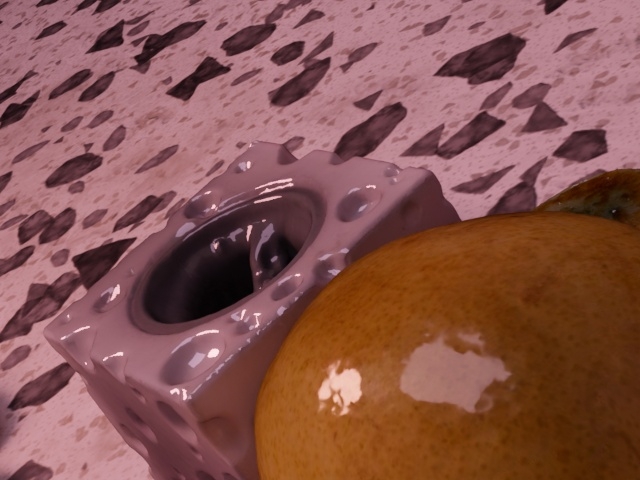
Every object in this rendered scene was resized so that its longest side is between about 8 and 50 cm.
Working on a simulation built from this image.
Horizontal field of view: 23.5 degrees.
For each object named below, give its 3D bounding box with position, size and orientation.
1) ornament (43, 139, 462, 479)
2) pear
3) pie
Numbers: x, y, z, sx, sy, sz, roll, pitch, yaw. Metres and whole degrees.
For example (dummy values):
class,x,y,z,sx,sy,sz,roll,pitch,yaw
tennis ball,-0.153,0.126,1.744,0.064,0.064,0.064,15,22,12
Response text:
class,x,y,z,sx,sy,sz,roll,pitch,yaw
ornament,-0.013,0.097,1.151,0.239,0.240,0.239,-42,28,-20
pear,0.119,0.123,0.907,0.314,0.314,0.314,-25,27,14
pie,0.219,0.005,1.277,0.186,0.041,0.187,-25,28,14
